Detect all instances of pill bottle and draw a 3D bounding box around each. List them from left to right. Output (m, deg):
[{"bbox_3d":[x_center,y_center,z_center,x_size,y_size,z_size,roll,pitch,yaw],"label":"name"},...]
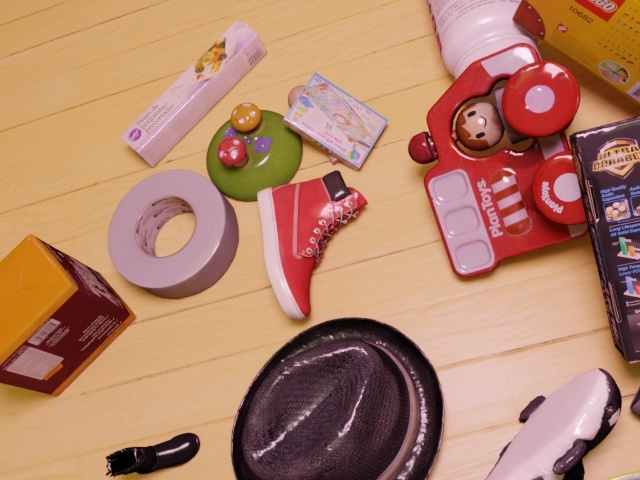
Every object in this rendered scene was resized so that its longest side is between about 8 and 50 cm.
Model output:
[{"bbox_3d":[0.270,-0.372,1.069,0.160,0.160,0.283,-13,66,10],"label":"pill bottle"}]

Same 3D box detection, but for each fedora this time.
[{"bbox_3d":[0.006,0.245,0.886,0.334,0.152,0.334,-7,64,14],"label":"fedora"}]

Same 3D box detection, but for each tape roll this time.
[{"bbox_3d":[-0.255,-0.012,1.112,0.219,0.072,0.219,-5,69,13],"label":"tape roll"}]

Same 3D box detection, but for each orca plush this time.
[{"bbox_3d":[0.302,0.304,0.822,0.102,0.151,0.287,40,78,-7],"label":"orca plush"}]

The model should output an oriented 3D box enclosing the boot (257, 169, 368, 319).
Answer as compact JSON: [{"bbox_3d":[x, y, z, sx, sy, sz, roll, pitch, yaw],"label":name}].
[{"bbox_3d":[0.000,0.000,1.035,0.176,0.088,0.244,-14,62,7],"label":"boot"}]

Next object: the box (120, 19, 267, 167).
[{"bbox_3d":[-0.239,-0.282,1.222,0.063,0.067,0.324,40,84,26],"label":"box"}]

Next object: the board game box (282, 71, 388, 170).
[{"bbox_3d":[0.026,-0.206,1.103,0.154,0.026,0.103,33,78,-4],"label":"board game box"}]

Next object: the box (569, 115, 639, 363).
[{"bbox_3d":[0.482,-0.024,0.762,0.296,0.073,0.293,-14,95,15],"label":"box"}]

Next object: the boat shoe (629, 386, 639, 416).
[{"bbox_3d":[0.472,0.148,0.853,0.065,0.075,0.206,19,79,18],"label":"boat shoe"}]

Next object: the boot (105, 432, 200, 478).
[{"bbox_3d":[-0.253,0.323,0.961,0.121,0.099,0.045,-23,66,5],"label":"boot"}]

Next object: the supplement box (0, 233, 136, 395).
[{"bbox_3d":[-0.449,0.127,1.040,0.191,0.194,0.129,-46,65,-6],"label":"supplement box"}]

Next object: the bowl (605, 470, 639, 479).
[{"bbox_3d":[0.393,0.412,0.721,0.289,0.156,0.289,-5,68,13],"label":"bowl"}]

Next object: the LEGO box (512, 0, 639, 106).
[{"bbox_3d":[0.593,-0.349,0.880,0.500,0.193,0.372,36,81,6],"label":"LEGO box"}]

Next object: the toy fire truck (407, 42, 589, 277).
[{"bbox_3d":[0.267,-0.117,0.938,0.254,0.169,0.302,-20,91,21],"label":"toy fire truck"}]

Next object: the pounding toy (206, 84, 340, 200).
[{"bbox_3d":[-0.107,-0.183,1.122,0.237,0.110,0.183,-23,65,5],"label":"pounding toy"}]
